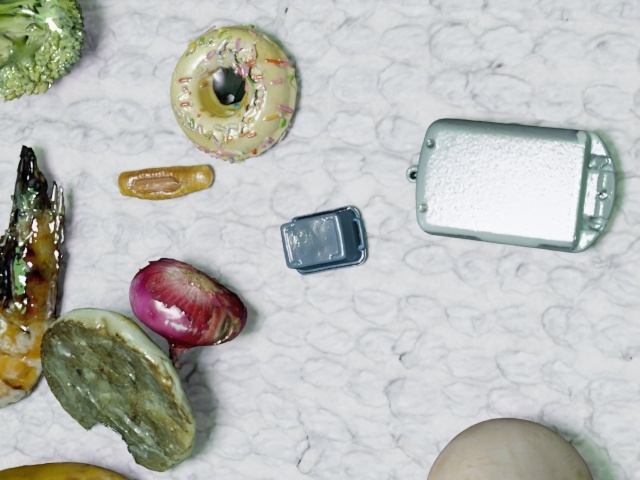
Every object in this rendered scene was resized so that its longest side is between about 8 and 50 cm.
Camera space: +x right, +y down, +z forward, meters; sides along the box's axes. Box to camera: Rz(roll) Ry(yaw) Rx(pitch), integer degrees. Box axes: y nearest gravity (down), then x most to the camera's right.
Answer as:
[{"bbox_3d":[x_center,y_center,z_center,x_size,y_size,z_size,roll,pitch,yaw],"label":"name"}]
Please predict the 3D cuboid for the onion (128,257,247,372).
[{"bbox_3d":[-0.174,0.103,1.611,0.150,0.150,0.140,31,107,19],"label":"onion"}]

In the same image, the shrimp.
[{"bbox_3d":[-0.447,0.046,1.769,0.233,0.071,0.365,12,101,27],"label":"shrimp"}]

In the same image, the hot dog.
[{"bbox_3d":[-0.200,-0.073,1.682,0.137,0.028,0.044,-2,97,21],"label":"hot dog"}]

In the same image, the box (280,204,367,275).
[{"bbox_3d":[0.000,0.000,1.584,0.099,0.054,0.074,-11,84,23],"label":"box"}]

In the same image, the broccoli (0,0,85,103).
[{"bbox_3d":[-0.413,-0.285,1.687,0.226,0.176,0.198,26,105,-16],"label":"broccoli"}]

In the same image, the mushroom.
[{"bbox_3d":[0.197,0.301,1.447,0.204,0.204,0.204,0,91,23],"label":"mushroom"}]

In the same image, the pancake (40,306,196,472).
[{"bbox_3d":[-0.250,0.184,1.642,0.253,0.037,0.254,22,132,26],"label":"pancake"}]

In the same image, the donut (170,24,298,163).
[{"bbox_3d":[-0.112,-0.182,1.622,0.174,0.068,0.175,0,90,23],"label":"donut"}]

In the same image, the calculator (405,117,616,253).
[{"bbox_3d":[0.213,-0.065,1.499,0.246,0.045,0.141,7,93,22],"label":"calculator"}]

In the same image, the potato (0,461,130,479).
[{"bbox_3d":[-0.383,0.397,1.698,0.369,0.176,0.195,-23,54,17],"label":"potato"}]
